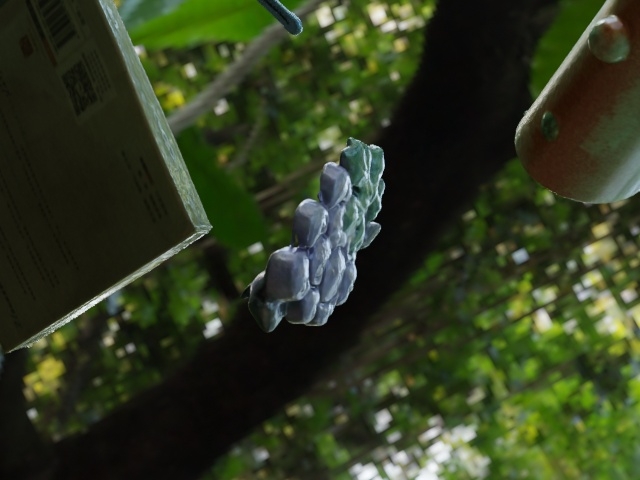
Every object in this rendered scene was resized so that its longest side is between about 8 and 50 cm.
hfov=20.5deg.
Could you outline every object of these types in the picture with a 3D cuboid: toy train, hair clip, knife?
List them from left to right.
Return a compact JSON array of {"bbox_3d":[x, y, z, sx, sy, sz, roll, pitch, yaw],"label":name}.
[{"bbox_3d":[-0.051,-0.225,1.658,0.096,0.010,0.027,44,-44,20],"label":"knife"},{"bbox_3d":[-0.002,-0.001,1.342,0.052,0.195,0.124,19,-42,20],"label":"hair clip"},{"bbox_3d":[0.227,-0.124,1.036,0.116,0.177,0.285,63,-35,24],"label":"toy train"}]

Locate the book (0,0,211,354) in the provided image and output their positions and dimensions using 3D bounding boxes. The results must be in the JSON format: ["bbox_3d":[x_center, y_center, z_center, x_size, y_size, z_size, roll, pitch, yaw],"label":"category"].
[{"bbox_3d":[-0.185,-0.056,1.166,0.283,0.025,0.215,-27,-95,52],"label":"book"}]
